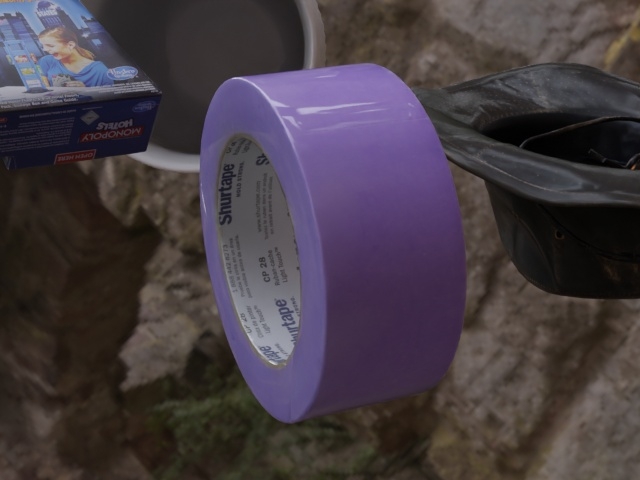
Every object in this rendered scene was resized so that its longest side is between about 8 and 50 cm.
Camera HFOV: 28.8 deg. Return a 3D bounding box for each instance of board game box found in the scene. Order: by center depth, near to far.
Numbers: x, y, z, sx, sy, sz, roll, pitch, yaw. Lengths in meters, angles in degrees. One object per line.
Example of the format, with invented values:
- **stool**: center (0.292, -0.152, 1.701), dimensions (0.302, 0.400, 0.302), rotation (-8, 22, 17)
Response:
- **board game box**: center (-0.236, -0.136, 0.844), dimensions (0.194, 0.194, 0.060), rotation (-10, -36, -31)

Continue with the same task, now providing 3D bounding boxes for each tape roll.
- **tape roll**: center (0.000, 0.000, 0.685), dimensions (0.080, 0.189, 0.189), rotation (-9, -40, -21)

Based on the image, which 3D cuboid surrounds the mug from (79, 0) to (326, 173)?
- **mug**: center (-0.175, -0.213, 1.486), dimensions (0.374, 0.276, 0.328), rotation (-18, 6, 5)

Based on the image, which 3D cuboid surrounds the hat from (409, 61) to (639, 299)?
- **hat**: center (0.210, -0.031, 0.943), dimensions (0.331, 0.331, 0.134), rotation (-22, -56, -44)
